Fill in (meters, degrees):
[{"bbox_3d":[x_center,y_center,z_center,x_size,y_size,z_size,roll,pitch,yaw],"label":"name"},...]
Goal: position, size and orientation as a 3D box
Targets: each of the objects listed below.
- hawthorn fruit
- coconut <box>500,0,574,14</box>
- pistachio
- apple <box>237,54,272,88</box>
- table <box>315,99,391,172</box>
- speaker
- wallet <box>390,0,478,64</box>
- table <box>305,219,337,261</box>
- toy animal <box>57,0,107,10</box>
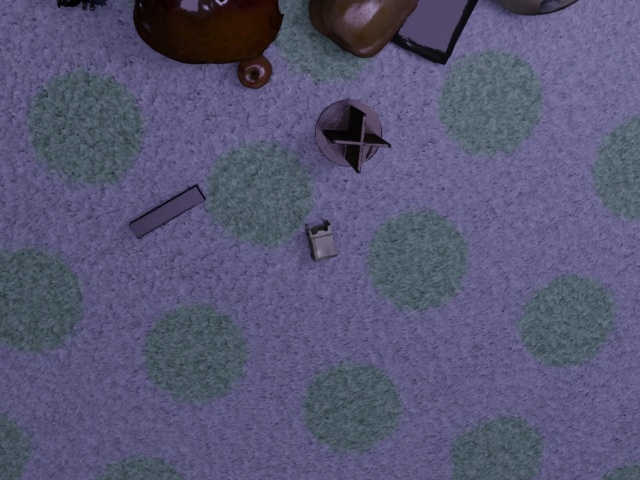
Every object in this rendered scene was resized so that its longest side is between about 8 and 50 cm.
[{"bbox_3d":[-0.248,-0.515,1.731,0.325,0.308,0.308,40,97,-22],"label":"hawthorn fruit"},{"bbox_3d":[0.503,-0.627,1.797,0.239,0.239,0.244,-2,71,-6],"label":"coconut"},{"bbox_3d":[0.105,-0.555,1.824,0.213,0.163,0.260,43,87,0],"label":"pistachio"},{"bbox_3d":[-0.155,-0.399,1.880,0.084,0.071,0.083,1,107,2],"label":"apple"},{"bbox_3d":[0.081,-0.239,1.865,0.167,0.226,0.167,-1,104,-5],"label":"table"},{"bbox_3d":[-0.376,-0.072,1.956,0.191,0.040,0.046,-29,103,2],"label":"speaker"},{"bbox_3d":[0.277,-0.555,1.881,0.169,0.052,0.245,25,111,-7],"label":"wallet"},{"bbox_3d":[0.000,0.000,1.995,0.063,0.079,0.083,-13,104,-5],"label":"table"},{"bbox_3d":[-0.551,-0.548,1.783,0.220,0.108,0.062,19,109,25],"label":"toy animal"}]
